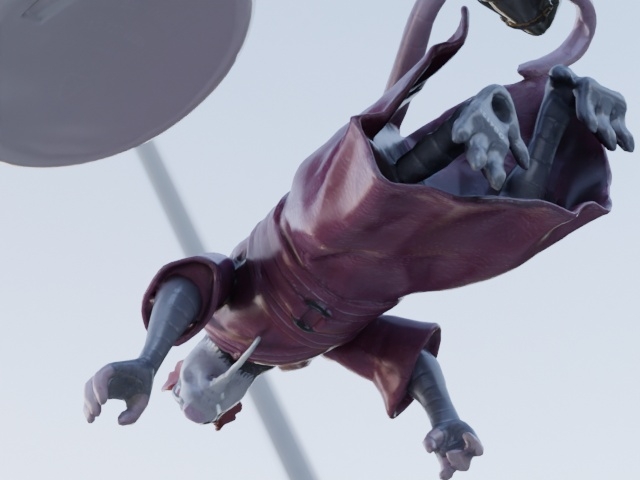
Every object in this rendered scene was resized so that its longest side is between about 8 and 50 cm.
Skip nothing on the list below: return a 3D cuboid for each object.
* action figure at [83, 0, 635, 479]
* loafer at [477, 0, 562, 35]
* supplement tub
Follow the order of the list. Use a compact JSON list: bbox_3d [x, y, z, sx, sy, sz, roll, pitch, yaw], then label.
[{"bbox_3d":[0.000,0.000,1.101,0.248,0.276,0.370,23,-42,-31],"label":"action figure"},{"bbox_3d":[0.090,-0.170,0.802,0.062,0.170,0.061,-5,-34,29],"label":"loafer"},{"bbox_3d":[-0.200,-0.231,1.171,0.228,0.316,0.228,-20,-32,-13],"label":"supplement tub"}]
